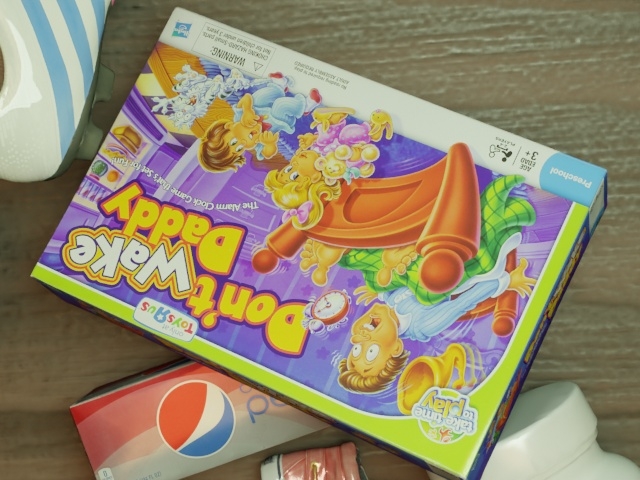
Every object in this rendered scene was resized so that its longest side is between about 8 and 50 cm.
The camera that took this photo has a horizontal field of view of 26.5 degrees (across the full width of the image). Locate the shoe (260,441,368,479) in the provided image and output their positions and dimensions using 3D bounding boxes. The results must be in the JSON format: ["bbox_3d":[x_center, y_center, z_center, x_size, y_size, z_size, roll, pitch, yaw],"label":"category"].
[{"bbox_3d":[0.013,0.250,1.074,0.081,0.063,0.178,-15,88,7],"label":"shoe"}]

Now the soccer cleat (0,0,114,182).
[{"bbox_3d":[-0.208,-0.209,0.987,0.143,0.116,0.331,17,76,-36],"label":"soccer cleat"}]

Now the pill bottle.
[{"bbox_3d":[0.197,0.259,1.021,0.162,0.162,0.278,-28,92,3],"label":"pill bottle"}]

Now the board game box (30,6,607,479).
[{"bbox_3d":[0.000,0.000,0.982,0.347,0.078,0.233,23,78,17],"label":"board game box"}]

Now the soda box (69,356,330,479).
[{"bbox_3d":[-0.053,0.117,1.056,0.263,0.092,0.083,-20,91,3],"label":"soda box"}]
